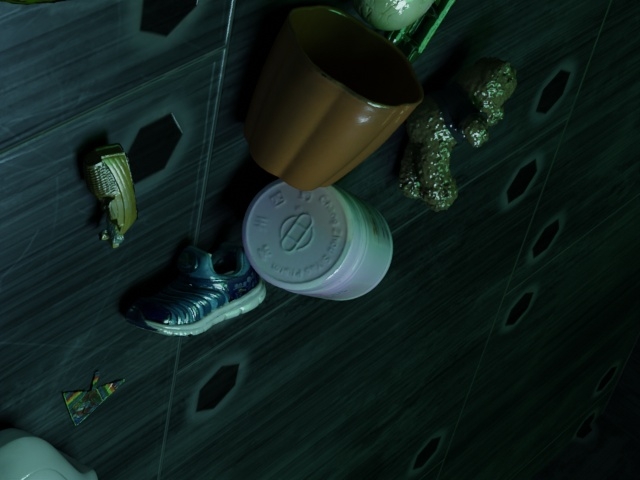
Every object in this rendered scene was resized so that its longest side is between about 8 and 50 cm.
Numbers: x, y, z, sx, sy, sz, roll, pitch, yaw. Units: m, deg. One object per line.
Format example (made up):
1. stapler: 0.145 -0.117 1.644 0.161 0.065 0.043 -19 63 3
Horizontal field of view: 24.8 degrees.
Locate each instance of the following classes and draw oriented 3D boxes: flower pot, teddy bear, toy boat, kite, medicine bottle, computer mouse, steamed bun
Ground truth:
1. flower pot: -0.001 -0.163 1.752 0.191 0.190 0.173 -16 150 -54
2. teddy bear: 0.188 -0.167 2.133 0.129 0.182 0.251 29 100 -29
3. toy boat: -0.235 -0.050 1.619 0.049 0.047 0.149 -27 145 -21
4. kite: -0.300 0.204 1.890 0.122 0.004 0.090 -14 135 -55
5. medicine bottle: 0.000 0.000 1.927 0.152 0.152 0.254 -55 166 3
6. toy boat: 0.154 -0.327 1.933 0.210 0.052 0.104 -55 153 6
7. computer mouse: -0.363 0.339 1.824 0.184 0.121 0.297 -48 154 -15
8. steamed bun: 0.094 -0.309 1.777 0.112 0.091 0.130 -46 175 -21

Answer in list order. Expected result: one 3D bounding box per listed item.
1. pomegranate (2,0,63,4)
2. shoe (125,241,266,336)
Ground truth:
1. pomegranate: -0.192 -0.281 1.102 0.231 0.286 0.231 -19 119 -39
2. shoe: -0.162 0.058 1.865 0.207 0.091 0.106 -26 119 -37
